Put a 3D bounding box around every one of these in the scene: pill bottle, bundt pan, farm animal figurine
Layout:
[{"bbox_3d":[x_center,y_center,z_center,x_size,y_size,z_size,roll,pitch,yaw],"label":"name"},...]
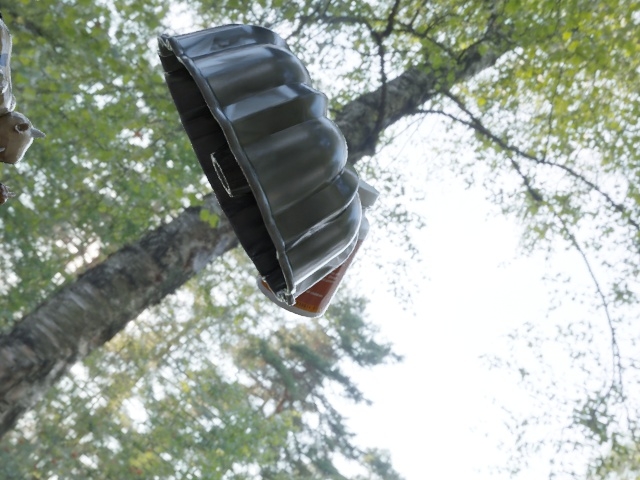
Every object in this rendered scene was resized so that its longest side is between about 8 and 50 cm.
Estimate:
[{"bbox_3d":[0.000,0.000,1.008,0.121,0.121,0.216,32,-76,11],"label":"pill bottle"},{"bbox_3d":[-0.059,-0.098,0.756,0.330,0.124,0.330,59,-13,22],"label":"bundt pan"},{"bbox_3d":[-0.521,-0.202,1.007,0.330,0.172,0.326,38,-53,48],"label":"farm animal figurine"}]
